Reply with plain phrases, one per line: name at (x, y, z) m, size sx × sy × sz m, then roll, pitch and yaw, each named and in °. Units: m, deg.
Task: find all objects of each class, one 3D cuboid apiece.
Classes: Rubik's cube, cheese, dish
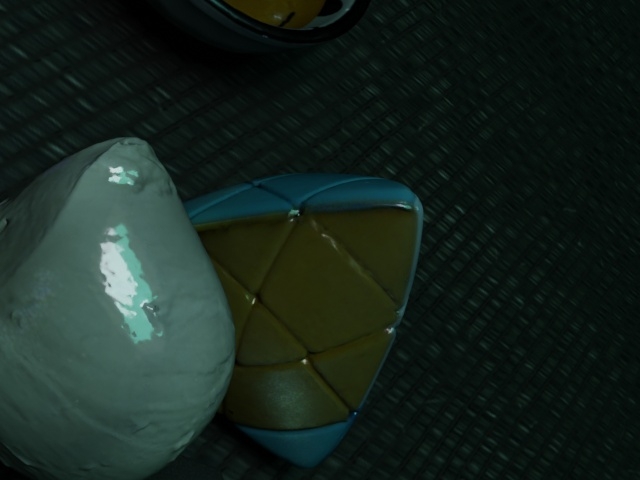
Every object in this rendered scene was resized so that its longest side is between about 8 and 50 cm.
Rubik's cube at (0.000, 0.000, 0.721) m, size 0.254 × 0.254 × 0.255 m, roll 18°, pitch 62°, yaw -36°
cheese at (-0.143, 0.058, 0.578) m, size 0.189 × 0.198 × 0.154 m, roll 53°, pitch 16°, yaw -14°
dish at (-0.088, -0.279, 0.821) m, size 0.303 × 0.120 × 0.303 m, roll 18°, pitch 62°, yaw -36°

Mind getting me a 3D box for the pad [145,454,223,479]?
pad at (-0.109, 0.211, 0.608) m, size 0.143 × 0.003 × 0.211 m, roll 30°, pitch 25°, yaw -29°
